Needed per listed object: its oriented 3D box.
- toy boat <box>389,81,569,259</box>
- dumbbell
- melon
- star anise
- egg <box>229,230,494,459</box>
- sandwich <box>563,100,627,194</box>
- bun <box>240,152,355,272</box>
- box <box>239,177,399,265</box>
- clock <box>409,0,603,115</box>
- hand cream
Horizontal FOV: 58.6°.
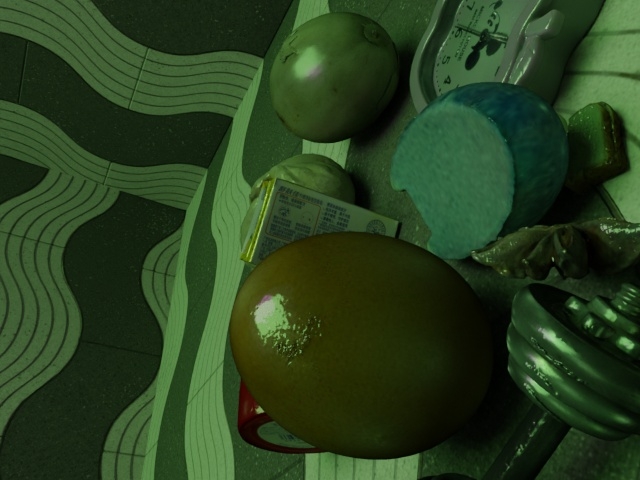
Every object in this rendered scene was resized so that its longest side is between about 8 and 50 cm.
[{"bbox_3d":[0.217,-0.095,0.778,0.215,0.123,0.330,64,162,13],"label":"toy boat"},{"bbox_3d":[0.199,0.216,0.563,0.406,0.179,0.179,-64,23,18],"label":"dumbbell"},{"bbox_3d":[0.030,-0.366,1.282,0.330,0.269,0.268,-26,50,51],"label":"melon"},{"bbox_3d":[0.253,0.012,0.582,0.182,0.195,0.065,1,-95,-79],"label":"star anise"},{"bbox_3d":[0.055,0.129,0.731,0.282,0.351,0.282,-41,37,41],"label":"egg"},{"bbox_3d":[0.325,-0.114,0.699,0.093,0.036,0.104,-33,43,59],"label":"sandwich"},{"bbox_3d":[-0.070,-0.035,1.306,0.365,0.219,0.365,-58,19,33],"label":"bun"},{"bbox_3d":[0.000,0.000,1.078,0.097,0.265,0.168,177,108,-70],"label":"box"},{"bbox_3d":[0.277,-0.309,0.876,0.338,0.102,0.338,-47,34,46],"label":"clock"},{"bbox_3d":[-0.035,0.278,1.014,0.230,0.230,0.149,-48,32,46],"label":"hand cream"}]
